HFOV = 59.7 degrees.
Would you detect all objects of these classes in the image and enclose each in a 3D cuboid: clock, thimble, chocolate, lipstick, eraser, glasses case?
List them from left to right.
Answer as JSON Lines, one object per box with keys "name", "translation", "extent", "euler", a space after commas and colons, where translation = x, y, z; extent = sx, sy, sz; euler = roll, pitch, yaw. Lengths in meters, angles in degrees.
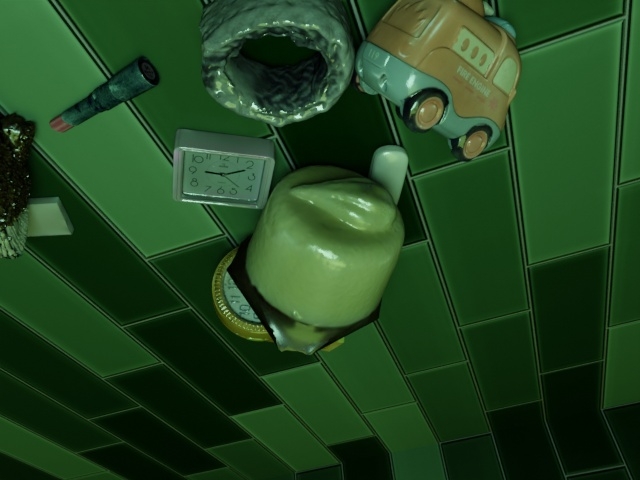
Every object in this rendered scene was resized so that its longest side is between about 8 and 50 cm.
{"name": "eraser", "translation": [-0.631, -0.050, 1.217], "extent": [0.150, 0.023, 0.104], "euler": [-3, 139, -3]}
{"name": "lipstick", "translation": [-0.397, -0.251, 0.999], "extent": [0.234, 0.053, 0.053], "euler": [-21, 136, 20]}
{"name": "clock", "translation": [-0.199, -0.140, 1.135], "extent": [0.197, 0.063, 0.150], "euler": [5, 137, -13]}
{"name": "thimble", "translation": [-0.069, -0.306, 0.893], "extent": [0.245, 0.157, 0.217], "euler": [2, 137, -8]}
{"name": "clock", "translation": [-0.099, 0.135, 1.331], "extent": [0.317, 0.244, 0.200], "euler": [7, 153, -9]}
{"name": "chocolate", "translation": [0.000, 0.000, 1.124], "extent": [0.326, 0.314, 0.297], "euler": [-23, 147, -25]}
{"name": "glasses case", "translation": [0.138, -0.123, 1.201], "extent": [0.074, 0.049, 0.193], "euler": [3, 139, -4]}

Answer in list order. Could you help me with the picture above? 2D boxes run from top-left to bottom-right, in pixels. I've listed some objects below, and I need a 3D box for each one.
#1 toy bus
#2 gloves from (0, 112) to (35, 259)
{"name": "toy bus", "translation": [0.203, -0.285, 0.918], "extent": [0.287, 0.194, 0.232], "euler": [17, 110, -40]}
{"name": "gloves", "translation": [-0.609, -0.122, 1.024], "extent": [0.135, 0.210, 0.312], "euler": [11, 145, 4]}
